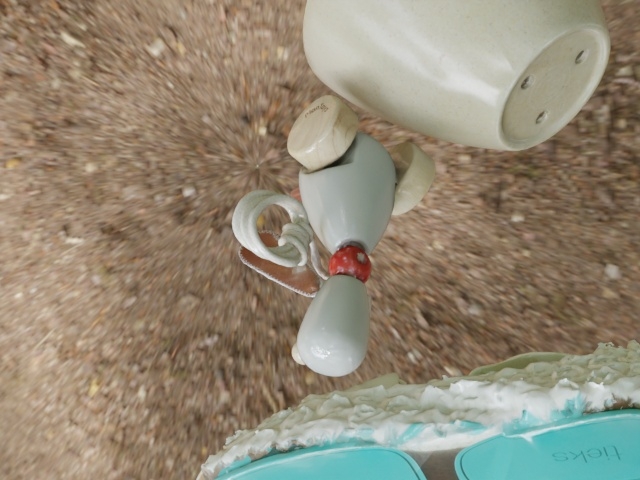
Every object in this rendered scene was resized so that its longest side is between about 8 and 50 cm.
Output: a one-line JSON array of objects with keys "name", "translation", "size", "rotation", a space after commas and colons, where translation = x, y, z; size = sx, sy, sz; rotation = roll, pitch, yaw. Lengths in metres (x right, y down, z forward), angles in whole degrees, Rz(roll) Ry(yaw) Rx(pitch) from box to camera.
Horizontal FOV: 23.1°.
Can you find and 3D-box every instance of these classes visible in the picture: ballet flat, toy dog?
[{"name": "ballet flat", "translation": [0.105, 0.163, 1.291], "size": [0.408, 0.147, 0.147], "rotation": [-9, 93, 13]}, {"name": "toy dog", "translation": [0.000, 0.000, 1.692], "size": [0.220, 0.334, 0.161], "rotation": [48, 133, -11]}]

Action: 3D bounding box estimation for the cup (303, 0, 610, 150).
[{"name": "cup", "translation": [0.181, -0.236, 1.744], "size": [0.331, 0.331, 0.237], "rotation": [-45, 59, 0]}]
